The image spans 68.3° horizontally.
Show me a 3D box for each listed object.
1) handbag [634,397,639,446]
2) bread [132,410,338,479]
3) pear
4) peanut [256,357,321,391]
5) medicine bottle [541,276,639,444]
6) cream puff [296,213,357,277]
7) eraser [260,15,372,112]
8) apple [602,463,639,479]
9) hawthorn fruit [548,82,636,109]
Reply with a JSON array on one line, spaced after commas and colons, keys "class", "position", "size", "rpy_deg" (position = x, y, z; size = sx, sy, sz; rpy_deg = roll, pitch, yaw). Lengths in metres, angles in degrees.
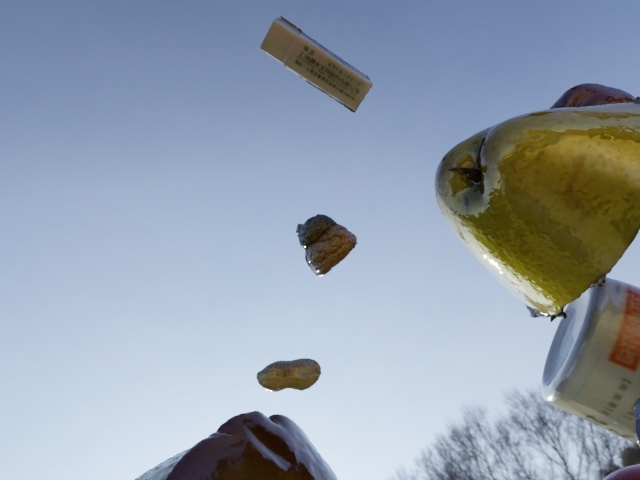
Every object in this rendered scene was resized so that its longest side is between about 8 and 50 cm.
[{"class": "handbag", "position": [0.399, 0.191, 0.466], "size": [0.117, 0.095, 0.173], "rpy_deg": [-12, -19, -45]}, {"class": "bread", "position": [-0.041, 0.255, 0.294], "size": [0.148, 0.269, 0.270], "rpy_deg": [-30, -46, 19]}, {"class": "pear", "position": [0.221, -0.058, 0.535], "size": [0.178, 0.267, 0.267], "rpy_deg": [20, -60, 2]}, {"class": "peanut", "position": [-0.093, 0.413, 1.440], "size": [0.214, 0.098, 0.090], "rpy_deg": [2, -42, -28]}, {"class": "medicine bottle", "position": [0.523, 0.207, 0.639], "size": [0.211, 0.372, 0.211], "rpy_deg": [-52, -25, -37]}, {"class": "cream puff", "position": [0.000, 0.000, 1.445], "size": [0.183, 0.183, 0.169], "rpy_deg": [-43, -86, 11]}, {"class": "eraser", "position": [-0.007, -0.452, 1.211], "size": [0.287, 0.130, 0.086], "rpy_deg": [30, -63, -13]}, {"class": "apple", "position": [0.492, 0.450, 0.672], "size": [0.260, 0.216, 0.260], "rpy_deg": [-9, -46, -10]}, {"class": "hawthorn fruit", "position": [0.482, -0.186, 0.812], "size": [0.204, 0.162, 0.162], "rpy_deg": [-6, -52, -27]}]
